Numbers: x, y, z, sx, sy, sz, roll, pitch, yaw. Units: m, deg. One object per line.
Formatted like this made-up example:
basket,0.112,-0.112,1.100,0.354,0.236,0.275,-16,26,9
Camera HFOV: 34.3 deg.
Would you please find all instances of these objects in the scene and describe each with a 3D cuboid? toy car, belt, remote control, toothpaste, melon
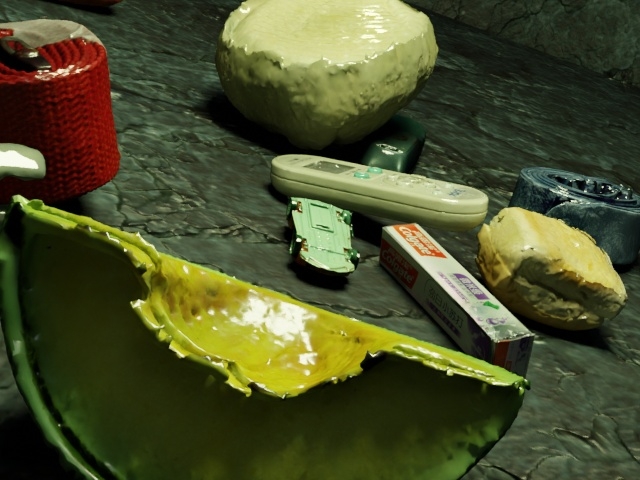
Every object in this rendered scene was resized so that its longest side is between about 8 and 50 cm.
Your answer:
toy car,0.000,0.000,0.901,0.059,0.035,0.122,14,29,-13
belt,0.293,-0.032,1.175,0.190,0.082,0.141,3,21,-41
remote control,0.087,-0.115,1.258,0.072,0.042,0.222,19,21,4
belt,-0.231,-0.097,0.822,0.128,0.124,0.201,-12,27,-22
toothpaste,0.108,0.048,0.867,0.040,0.047,0.196,-7,30,-22
remote control,0.053,-0.046,1.004,0.221,0.042,0.078,12,18,23
melon,-0.040,0.082,0.556,0.265,0.129,0.169,18,-2,6

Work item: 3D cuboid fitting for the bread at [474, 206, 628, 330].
bread,0.205,0.031,0.948,0.125,0.082,0.106,25,29,-13

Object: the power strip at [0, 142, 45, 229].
power strip,-0.273,-0.039,0.604,0.224,0.139,0.140,-2,28,-43

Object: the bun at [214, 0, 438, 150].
bun,0.002,-0.193,1.212,0.259,0.152,0.259,-1,35,1

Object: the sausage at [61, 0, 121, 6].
sausage,-0.430,-0.396,1.441,0.330,0.102,0.102,10,22,-26
